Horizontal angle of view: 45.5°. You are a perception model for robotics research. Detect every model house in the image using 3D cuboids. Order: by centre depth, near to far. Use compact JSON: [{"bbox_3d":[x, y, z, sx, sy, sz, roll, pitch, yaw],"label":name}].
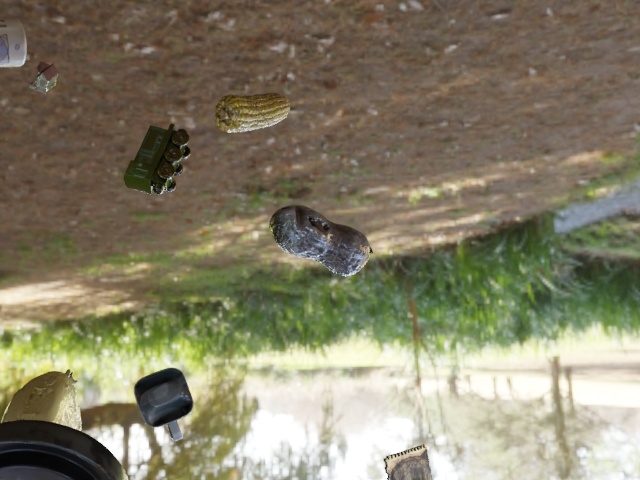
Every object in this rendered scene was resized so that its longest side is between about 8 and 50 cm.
[{"bbox_3d":[-0.676,-0.407,1.872,0.057,0.083,0.058,22,127,-1],"label":"model house"}]

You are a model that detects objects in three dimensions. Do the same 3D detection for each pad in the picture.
[{"bbox_3d":[0.199,0.567,1.579,0.012,0.269,0.270,-14,168,23],"label":"pad"}]

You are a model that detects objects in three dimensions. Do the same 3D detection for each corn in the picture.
[{"bbox_3d":[-0.173,-0.342,2.007,0.101,0.101,0.292,-7,-168,31],"label":"corn"}]

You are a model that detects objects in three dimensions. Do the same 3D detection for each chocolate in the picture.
[{"bbox_3d":[0.000,0.000,1.571,0.248,0.110,0.110,27,157,-28],"label":"chocolate"}]

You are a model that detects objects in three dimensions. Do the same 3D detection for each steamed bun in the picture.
[{"bbox_3d":[-0.688,0.455,1.850,0.166,0.273,0.232,0,130,0],"label":"steamed bun"}]

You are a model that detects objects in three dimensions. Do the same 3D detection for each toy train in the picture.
[{"bbox_3d":[-0.455,-0.233,2.161,0.137,0.225,0.090,15,149,1],"label":"toy train"}]

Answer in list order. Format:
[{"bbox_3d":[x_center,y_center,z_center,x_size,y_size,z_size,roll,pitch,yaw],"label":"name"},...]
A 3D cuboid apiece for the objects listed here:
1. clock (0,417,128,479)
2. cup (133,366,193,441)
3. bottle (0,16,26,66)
[{"bbox_3d":[-0.473,0.439,1.257,0.325,0.325,0.067,0,-155,-5],"label":"clock"},{"bbox_3d":[-0.286,0.310,1.419,0.095,0.128,0.129,-21,169,-16],"label":"cup"},{"bbox_3d":[-0.682,-0.373,1.461,0.209,0.110,0.097,-12,-144,-36],"label":"bottle"}]
